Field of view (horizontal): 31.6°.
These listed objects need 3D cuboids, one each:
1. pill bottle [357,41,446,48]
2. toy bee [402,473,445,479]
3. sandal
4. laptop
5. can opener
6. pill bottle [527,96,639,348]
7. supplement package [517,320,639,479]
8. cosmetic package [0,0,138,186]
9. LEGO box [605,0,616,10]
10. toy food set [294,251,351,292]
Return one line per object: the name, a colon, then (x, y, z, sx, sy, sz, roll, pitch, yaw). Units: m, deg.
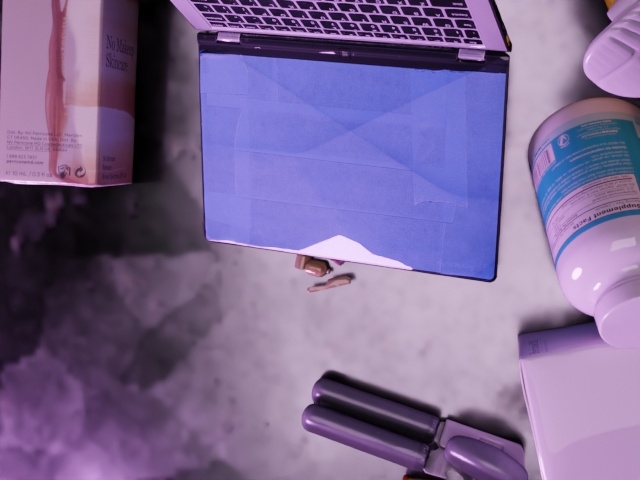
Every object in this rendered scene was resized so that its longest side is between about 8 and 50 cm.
pill bottle: (0.052, -0.294, 1.311, 0.245, 0.130, 0.130, 17, 97, 8)
toy bee: (0.122, 0.439, 1.338, 0.195, 0.162, 0.298, -18, 91, 9)
sandal: (0.348, -0.235, 1.012, 0.102, 0.076, 0.265, 33, 118, -31)
laptop: (-0.010, -0.144, 1.208, 0.382, 0.408, 0.236, 8, 76, 21)
can opener: (0.116, 0.232, 1.360, 0.280, 0.093, 0.074, 17, 59, 12)
pill bottle: (0.316, -0.017, 1.215, 0.146, 0.146, 0.264, -14, 50, 10)
supplement package: (0.380, 0.175, 1.265, 0.293, 0.177, 0.175, -11, 93, 10)
cosmetic package: (-0.300, -0.216, 1.368, 0.129, 0.153, 0.296, 3, 96, 8)
LEGO box: (0.465, -0.317, 1.119, 0.372, 0.193, 0.500, -22, 97, 11)
toy food set: (0.000, 0.000, 1.399, 0.078, 0.019, 0.122, -13, 84, 10)
